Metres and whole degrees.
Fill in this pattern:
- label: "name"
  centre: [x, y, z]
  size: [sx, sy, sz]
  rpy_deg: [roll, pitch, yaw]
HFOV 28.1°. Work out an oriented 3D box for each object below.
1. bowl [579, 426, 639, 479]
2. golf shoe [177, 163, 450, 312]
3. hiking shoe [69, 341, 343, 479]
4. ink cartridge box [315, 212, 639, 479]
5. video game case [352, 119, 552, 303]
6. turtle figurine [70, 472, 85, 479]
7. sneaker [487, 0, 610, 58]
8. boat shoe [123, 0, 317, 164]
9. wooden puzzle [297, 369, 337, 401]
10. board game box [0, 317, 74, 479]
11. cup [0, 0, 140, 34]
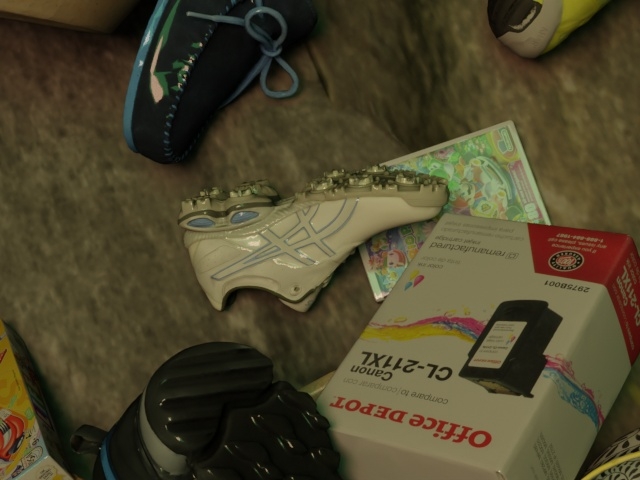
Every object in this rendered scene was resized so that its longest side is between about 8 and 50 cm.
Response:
- label: "bowl"
  centre: [0.214, 0.155, 0.718]
  size: [0.170, 0.170, 0.080]
  rpy_deg: [10, 34, 9]
- label: "golf shoe"
  centre: [0.000, 0.000, 0.805]
  size: [0.176, 0.069, 0.086]
  rpy_deg: [-8, 98, 19]
- label: "hiking shoe"
  centre: [-0.004, 0.196, 0.676]
  size: [0.113, 0.132, 0.304]
  rpy_deg: [-31, 84, -44]
- label: "ink cartridge box"
  centre: [0.092, 0.073, 0.712]
  size: [0.127, 0.072, 0.175]
  rpy_deg: [8, 47, 36]
- label: "video game case"
  centre: [0.080, -0.019, 0.824]
  size: [0.122, 0.011, 0.087]
  rpy_deg: [-19, 76, 2]
- label: "turtle figurine"
  centre: [-0.157, 0.276, 0.673]
  size: [0.217, 0.087, 0.270]
  rpy_deg: [-29, 71, 1]
- label: "sneaker"
  centre: [0.257, -0.256, 0.796]
  size: [0.147, 0.145, 0.385]
  rpy_deg: [41, 93, -6]
- label: "boat shoe"
  centre: [-0.040, -0.162, 0.825]
  size: [0.089, 0.109, 0.258]
  rpy_deg: [24, 83, 10]
- label: "wooden puzzle"
  centre: [-0.028, 0.290, 0.730]
  size: [0.322, 0.080, 0.348]
  rpy_deg: [-29, 75, -1]
- label: "board game box"
  centre: [-0.214, 0.123, 0.771]
  size: [0.103, 0.026, 0.154]
  rpy_deg: [-37, 36, -3]
- label: "cup"
  centre: [-0.193, -0.257, 0.777]
  size: [0.331, 0.331, 0.237]
  rpy_deg: [11, 95, 9]
